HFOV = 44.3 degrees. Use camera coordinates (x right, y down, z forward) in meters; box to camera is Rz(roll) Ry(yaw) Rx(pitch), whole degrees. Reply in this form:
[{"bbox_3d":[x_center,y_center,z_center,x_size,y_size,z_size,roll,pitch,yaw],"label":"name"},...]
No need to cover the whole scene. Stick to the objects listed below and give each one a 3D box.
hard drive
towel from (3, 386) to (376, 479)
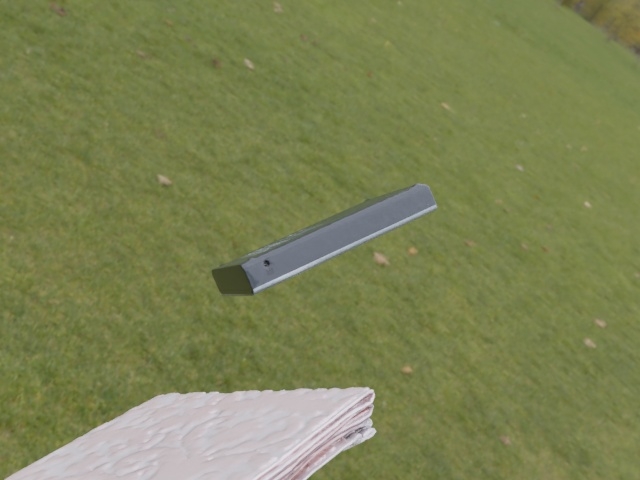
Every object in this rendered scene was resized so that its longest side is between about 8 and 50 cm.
[{"bbox_3d":[0.000,0.000,0.527,0.022,0.135,0.094,66,-19,-4],"label":"hard drive"},{"bbox_3d":[-0.156,0.219,0.697,0.317,0.332,0.053,-25,100,-48],"label":"towel"}]
